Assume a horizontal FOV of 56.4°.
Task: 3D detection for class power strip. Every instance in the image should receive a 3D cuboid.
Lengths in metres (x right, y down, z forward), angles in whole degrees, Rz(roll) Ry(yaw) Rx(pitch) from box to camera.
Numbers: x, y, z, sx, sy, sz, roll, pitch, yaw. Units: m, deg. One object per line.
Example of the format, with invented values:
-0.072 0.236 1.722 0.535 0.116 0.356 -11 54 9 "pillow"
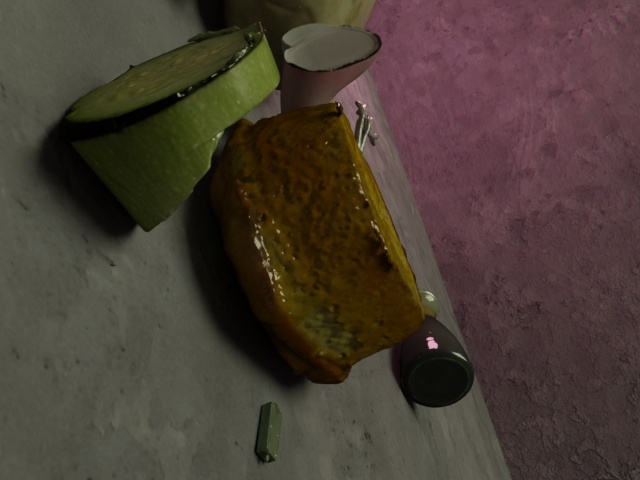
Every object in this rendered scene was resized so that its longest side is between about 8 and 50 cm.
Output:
-0.061 0.228 0.707 0.027 0.017 0.083 59 18 -26 "power strip"

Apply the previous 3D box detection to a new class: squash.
-0.125 -0.118 0.580 0.133 0.220 0.220 57 19 -27 "squash"

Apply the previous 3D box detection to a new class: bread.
0.000 0.000 0.853 0.398 0.215 0.398 -22 90 -80 "bread"

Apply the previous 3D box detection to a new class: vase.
0.272 0.255 1.528 0.173 0.173 0.321 61 12 -25 "vase"

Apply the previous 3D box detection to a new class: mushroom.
-0.049 -0.478 1.134 0.353 0.353 0.325 61 2 -24 "mushroom"

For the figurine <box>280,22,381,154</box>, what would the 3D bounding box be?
0.017 -0.222 1.060 0.284 0.206 0.316 -80 -179 -47 "figurine"
